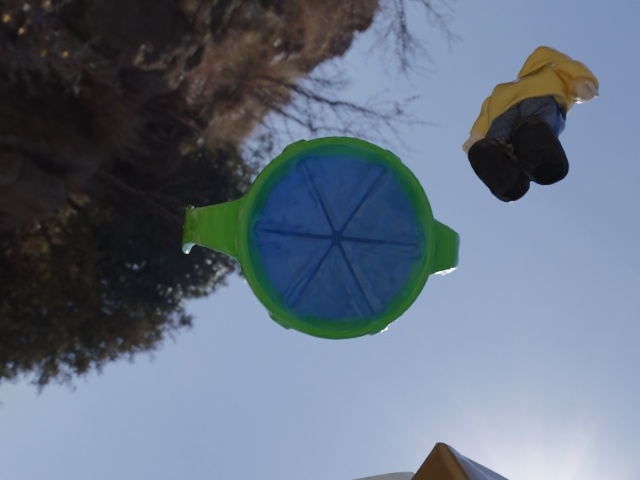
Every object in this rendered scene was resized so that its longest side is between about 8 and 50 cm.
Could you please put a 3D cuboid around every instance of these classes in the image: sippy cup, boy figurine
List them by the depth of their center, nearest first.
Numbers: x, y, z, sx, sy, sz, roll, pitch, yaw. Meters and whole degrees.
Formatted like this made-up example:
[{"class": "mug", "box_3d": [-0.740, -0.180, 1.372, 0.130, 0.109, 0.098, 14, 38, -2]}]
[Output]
[{"class": "boy figurine", "box_3d": [0.251, -0.152, 1.053, 0.177, 0.092, 0.285, -27, -165, 32]}, {"class": "sippy cup", "box_3d": [0.000, 0.000, 1.100, 0.240, 0.305, 0.224, -50, -172, -9]}]

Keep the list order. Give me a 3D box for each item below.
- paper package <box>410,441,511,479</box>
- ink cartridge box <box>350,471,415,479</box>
[{"class": "paper package", "box_3d": [0.113, 0.382, 0.690, 0.325, 0.168, 0.309, -57, -161, 9]}, {"class": "ink cartridge box", "box_3d": [0.132, 0.444, 1.075, 0.283, 0.117, 0.207, 33, -65, 52]}]
